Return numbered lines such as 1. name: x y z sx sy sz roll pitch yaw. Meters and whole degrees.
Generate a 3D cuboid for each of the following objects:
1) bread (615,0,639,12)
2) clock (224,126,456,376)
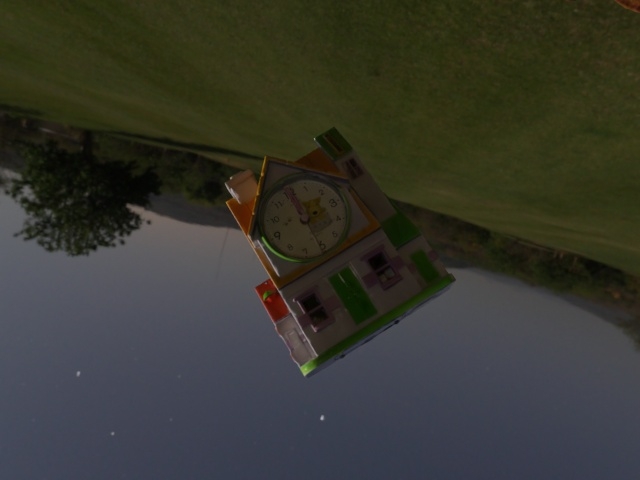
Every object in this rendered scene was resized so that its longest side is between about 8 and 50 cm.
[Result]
1. bread: 0.228 -0.268 0.368 0.232 0.247 0.135 31 -141 16
2. clock: 0.000 0.000 0.820 0.310 0.235 0.166 57 175 14
